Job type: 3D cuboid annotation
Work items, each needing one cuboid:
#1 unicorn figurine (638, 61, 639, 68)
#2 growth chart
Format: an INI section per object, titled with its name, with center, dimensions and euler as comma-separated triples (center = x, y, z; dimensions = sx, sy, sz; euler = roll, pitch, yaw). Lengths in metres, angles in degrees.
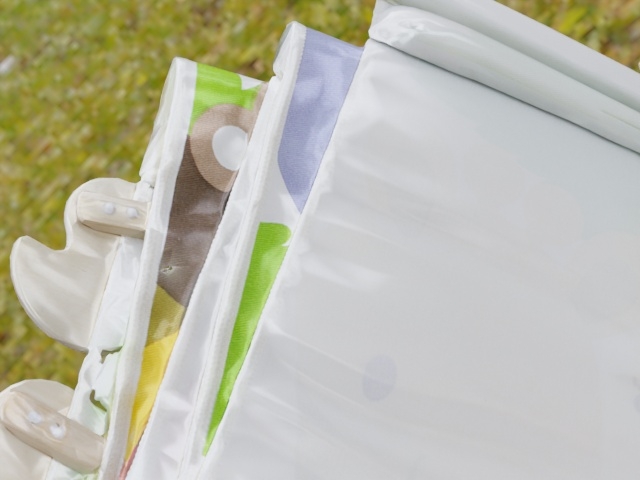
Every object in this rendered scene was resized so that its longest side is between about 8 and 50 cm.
[unicorn figurine]
center = 0.196, -0.005, 0.751
dimensions = 0.111, 0.162, 0.060
euler = -4, 26, 34
[growth chart]
center = 0.018, 0.027, 0.358
dimensions = 0.237, 0.172, 0.021
euler = -64, 6, -34
